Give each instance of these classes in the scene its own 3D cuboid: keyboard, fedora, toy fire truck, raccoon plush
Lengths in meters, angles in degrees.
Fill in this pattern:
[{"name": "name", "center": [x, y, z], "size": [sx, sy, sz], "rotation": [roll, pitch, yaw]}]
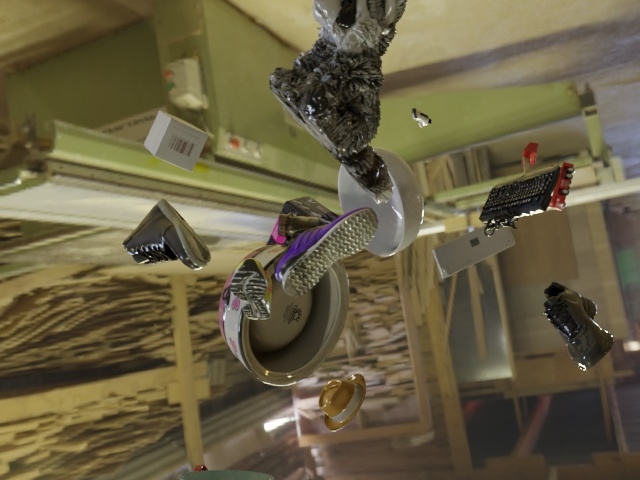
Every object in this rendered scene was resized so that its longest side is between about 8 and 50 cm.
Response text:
[{"name": "keyboard", "center": [0.293, -0.063, 1.087], "size": [0.038, 0.100, 0.192], "rotation": [22, 169, -11]}, {"name": "keyboard", "center": [0.360, 0.014, 1.624], "size": [0.256, 0.072, 0.014], "rotation": [-21, 176, -33]}, {"name": "fedora", "center": [0.052, 0.465, 2.073], "size": [0.079, 0.194, 0.194], "rotation": [34, 156, -20]}, {"name": "toy fire truck", "center": [0.570, -0.165, 1.783], "size": [0.135, 0.192, 0.047], "rotation": [14, 140, 18]}, {"name": "raccoon plush", "center": [0.094, -0.319, 1.448], "size": [0.299, 0.216, 0.446], "rotation": [-46, 143, 0]}]

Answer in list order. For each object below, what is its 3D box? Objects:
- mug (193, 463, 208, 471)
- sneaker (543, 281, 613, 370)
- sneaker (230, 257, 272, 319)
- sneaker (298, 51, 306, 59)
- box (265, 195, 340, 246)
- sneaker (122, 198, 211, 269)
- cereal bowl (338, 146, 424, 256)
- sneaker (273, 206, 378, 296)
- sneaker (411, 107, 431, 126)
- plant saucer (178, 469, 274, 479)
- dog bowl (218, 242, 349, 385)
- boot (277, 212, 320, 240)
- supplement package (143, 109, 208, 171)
[{"name": "mug", "center": [-0.336, 0.736, 2.051], "size": [0.113, 0.150, 0.169], "rotation": [25, 180, 5]}, {"name": "sneaker", "center": [0.580, 0.193, 1.626], "size": [0.109, 0.130, 0.286], "rotation": [-51, -170, 20]}, {"name": "sneaker", "center": [-0.149, 0.092, 1.569], "size": [0.081, 0.094, 0.208], "rotation": [6, 145, 5]}, {"name": "sneaker", "center": [-0.039, -0.455, 1.993], "size": [0.075, 0.170, 0.063], "rotation": [-26, 165, 21]}, {"name": "box", "center": [-0.057, 0.008, 2.197], "size": [0.163, 0.247, 0.142], "rotation": [35, -153, 19]}, {"name": "sneaker", "center": [-0.285, 0.019, 1.294], "size": [0.083, 0.118, 0.222], "rotation": [45, 179, -38]}, {"name": "cereal bowl", "center": [0.204, -0.130, 2.155], "size": [0.141, 0.339, 0.339], "rotation": [-20, 180, -27]}, {"name": "sneaker", "center": [-0.001, 0.000, 1.728], "size": [0.293, 0.102, 0.146], "rotation": [-38, -144, -6]}, {"name": "sneaker", "center": [0.340, -0.419, 2.359], "size": [0.044, 0.040, 0.109], "rotation": [-6, 161, 30]}, {"name": "plant saucer", "center": [-0.192, 0.499, 1.426], "size": [0.195, 0.037, 0.195], "rotation": [3, 170, 1]}, {"name": "dog bowl", "center": [-0.110, 0.190, 1.969], "size": [0.150, 0.408, 0.408], "rotation": [17, -167, 43]}, {"name": "boot", "center": [-0.045, -0.032, 1.907], "size": [0.106, 0.082, 0.219], "rotation": [8, -176, 9]}, {"name": "supplement package", "center": [-0.366, -0.253, 1.766], "size": [0.105, 0.105, 0.179], "rotation": [22, -174, -27]}]
